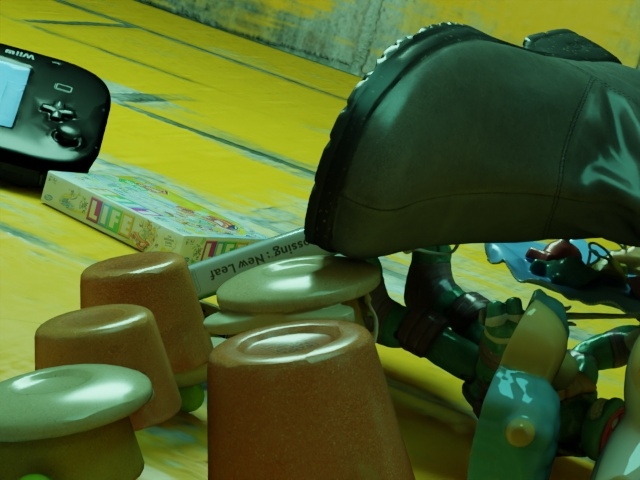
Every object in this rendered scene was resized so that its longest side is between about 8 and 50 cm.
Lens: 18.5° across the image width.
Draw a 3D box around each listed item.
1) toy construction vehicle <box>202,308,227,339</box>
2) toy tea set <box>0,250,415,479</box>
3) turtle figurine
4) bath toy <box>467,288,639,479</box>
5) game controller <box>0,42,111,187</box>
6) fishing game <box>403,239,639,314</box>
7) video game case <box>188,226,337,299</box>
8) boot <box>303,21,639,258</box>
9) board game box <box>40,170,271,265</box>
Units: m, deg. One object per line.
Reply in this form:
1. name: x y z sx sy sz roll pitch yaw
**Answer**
1. toy construction vehicle: -0.101 0.058 1.206 0.086 0.035 0.098 23 9 -1
2. toy tea set: -0.054 0.091 0.973 0.200 0.124 0.336 -7 12 4
3. turtle figurine: 0.132 0.074 1.232 0.234 0.118 0.175 27 8 31
4. bath toy: 0.257 0.132 1.026 0.348 0.151 0.129 20 27 9
5. game controller: -0.331 -0.129 1.605 0.319 0.067 0.166 15 41 -8
6. fishing game: 0.191 0.014 1.207 0.264 0.041 0.189 14 11 18
7. video game case: 0.000 0.000 1.280 0.193 0.023 0.212 -18 0 -4
8. boot: 0.160 -0.028 1.067 0.222 0.118 0.338 31 30 25
9. board game box: -0.128 -0.016 1.532 0.154 0.026 0.103 24 14 36
